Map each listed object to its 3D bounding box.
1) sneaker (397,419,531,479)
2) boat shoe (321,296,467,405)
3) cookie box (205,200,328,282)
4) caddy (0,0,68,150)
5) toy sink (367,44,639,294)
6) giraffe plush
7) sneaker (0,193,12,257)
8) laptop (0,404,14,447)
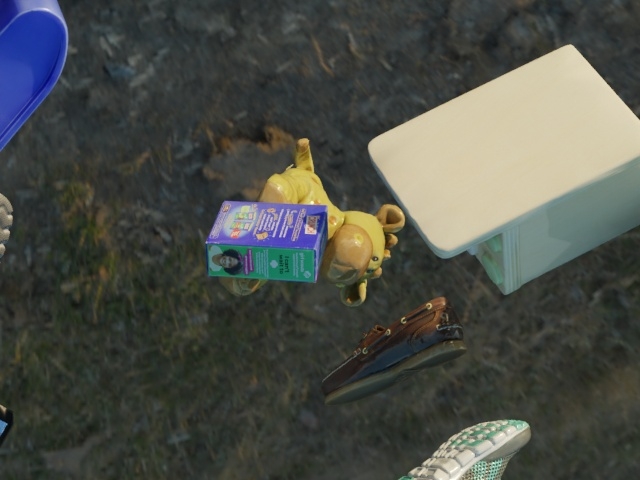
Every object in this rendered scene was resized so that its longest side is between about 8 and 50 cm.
[{"bbox_3d":[0.129,0.220,1.118,0.166,0.065,0.076,-31,101,-28],"label":"sneaker"},{"bbox_3d":[0.081,0.133,1.483,0.207,0.073,0.073,-29,158,30],"label":"boat shoe"},{"bbox_3d":[-0.050,0.000,1.229,0.107,0.092,0.040,3,119,8],"label":"cookie box"},{"bbox_3d":[-0.447,-0.220,1.434,0.341,0.179,0.241,-47,129,9],"label":"caddy"},{"bbox_3d":[0.184,-0.054,1.217,0.234,0.153,0.131,-27,145,-9],"label":"toy sink"},{"bbox_3d":[0.000,0.000,1.535,0.170,0.210,0.181,30,133,2],"label":"giraffe plush"},{"bbox_3d":[-0.442,0.067,1.393,0.115,0.105,0.281,18,78,14],"label":"sneaker"},{"bbox_3d":[-0.404,0.211,1.016,0.234,0.264,0.136,32,116,-16],"label":"laptop"}]
